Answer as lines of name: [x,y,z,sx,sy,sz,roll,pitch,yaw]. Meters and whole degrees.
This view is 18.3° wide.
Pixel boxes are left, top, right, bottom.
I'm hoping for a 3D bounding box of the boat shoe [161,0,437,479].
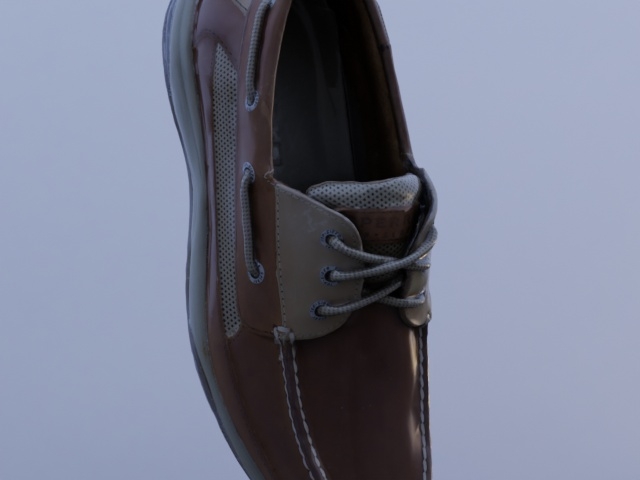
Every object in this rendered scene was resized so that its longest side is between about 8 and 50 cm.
boat shoe: [0.000,0.000,1.019,0.123,0.324,0.116,-14,-1,-34]
